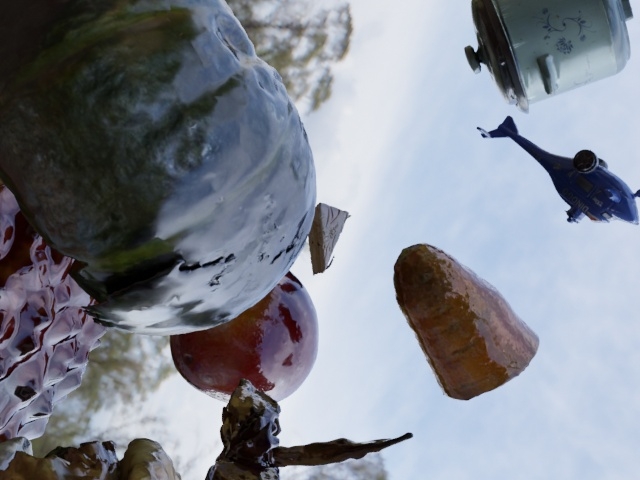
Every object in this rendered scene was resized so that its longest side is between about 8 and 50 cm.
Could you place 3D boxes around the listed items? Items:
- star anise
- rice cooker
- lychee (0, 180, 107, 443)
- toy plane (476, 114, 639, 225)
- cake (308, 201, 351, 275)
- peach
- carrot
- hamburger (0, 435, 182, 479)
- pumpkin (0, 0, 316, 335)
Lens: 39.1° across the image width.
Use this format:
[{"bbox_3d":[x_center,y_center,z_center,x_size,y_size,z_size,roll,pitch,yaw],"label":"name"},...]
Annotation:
[{"bbox_3d":[-0.021,0.181,0.714,0.140,0.144,0.158,123,-20,-58],"label":"star anise"},{"bbox_3d":[0.414,-0.391,1.683,0.316,0.264,0.317,-14,-130,17],"label":"rice cooker"},{"bbox_3d":[-0.416,0.011,0.943,0.424,0.424,0.500,169,-68,-71],"label":"lychee"},{"bbox_3d":[0.214,-0.062,0.808,0.062,0.167,0.054,-55,154,13],"label":"toy plane"},{"bbox_3d":[0.000,0.000,1.467,0.052,0.065,0.121,-32,-146,53],"label":"cake"},{"bbox_3d":[-0.113,0.148,1.375,0.199,0.243,0.244,26,-88,53],"label":"peach"},{"bbox_3d":[0.178,0.098,1.248,0.159,0.225,0.159,-36,-165,11],"label":"carrot"},{"bbox_3d":[-0.115,0.226,0.440,0.282,0.155,0.245,-119,-166,-61],"label":"hamburger"},{"bbox_3d":[-0.130,-0.085,0.639,0.192,0.320,0.320,-32,-166,-7],"label":"pumpkin"}]
